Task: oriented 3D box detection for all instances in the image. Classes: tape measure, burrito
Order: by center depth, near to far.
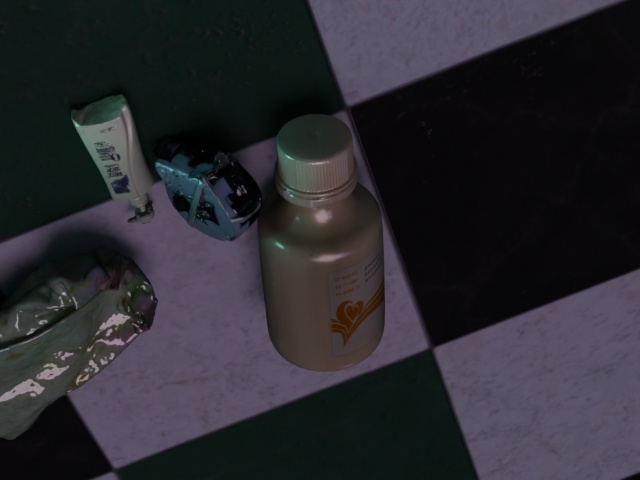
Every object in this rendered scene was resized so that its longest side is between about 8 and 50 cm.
[{"bbox_3d":[-0.094,-0.044,1.478,0.054,0.091,0.094,-51,136,-26],"label":"tape measure"},{"bbox_3d":[-0.255,0.090,1.552,0.229,0.089,0.144,-39,147,19],"label":"burrito"}]

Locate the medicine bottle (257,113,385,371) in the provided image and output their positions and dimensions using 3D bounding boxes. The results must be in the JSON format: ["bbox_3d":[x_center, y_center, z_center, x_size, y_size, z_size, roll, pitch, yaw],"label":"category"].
[{"bbox_3d":[0.000,0.000,1.534,0.114,0.114,0.252,-12,135,-8],"label":"medicine bottle"}]

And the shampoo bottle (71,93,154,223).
[{"bbox_3d":[-0.169,-0.066,1.468,0.049,0.034,0.141,-24,137,-4],"label":"shampoo bottle"}]
